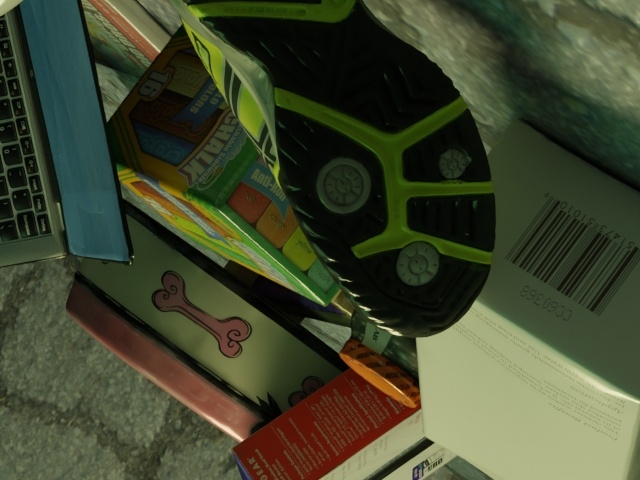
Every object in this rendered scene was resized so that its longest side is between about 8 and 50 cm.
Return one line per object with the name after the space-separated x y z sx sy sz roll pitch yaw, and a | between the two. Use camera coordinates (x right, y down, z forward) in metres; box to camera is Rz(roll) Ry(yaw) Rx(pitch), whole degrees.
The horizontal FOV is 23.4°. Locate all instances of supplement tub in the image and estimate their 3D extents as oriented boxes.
0.108 0.060 1.502 0.117 0.190 0.117 35 169 7 | supplement tub

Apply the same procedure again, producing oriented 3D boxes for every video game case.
-0.250 -0.248 1.762 0.285 0.025 0.204 24 165 51 | video game case

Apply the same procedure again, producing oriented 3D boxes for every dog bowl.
-0.129 0.121 1.863 0.408 0.150 0.408 36 175 4 | dog bowl

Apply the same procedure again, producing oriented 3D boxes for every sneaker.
0.005 -0.110 1.108 0.385 0.145 0.147 63 176 -7 | sneaker

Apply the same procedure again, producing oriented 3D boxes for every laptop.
-0.366 -0.147 1.490 0.407 0.382 0.236 -10 -174 14 | laptop

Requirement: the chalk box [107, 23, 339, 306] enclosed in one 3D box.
-0.039 -0.071 1.427 0.289 0.179 0.180 25 165 49 | chalk box

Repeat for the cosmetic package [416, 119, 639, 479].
0.205 0.097 1.299 0.217 0.156 0.385 33 161 19 | cosmetic package

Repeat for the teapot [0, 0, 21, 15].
-0.296 -0.300 1.232 0.252 0.187 0.256 -15 118 21 | teapot

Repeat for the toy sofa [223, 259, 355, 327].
0.000 0.000 1.711 0.177 0.150 0.362 38 170 -16 | toy sofa

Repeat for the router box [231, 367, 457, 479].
0.058 0.225 1.747 0.082 0.301 0.335 53 169 20 | router box
